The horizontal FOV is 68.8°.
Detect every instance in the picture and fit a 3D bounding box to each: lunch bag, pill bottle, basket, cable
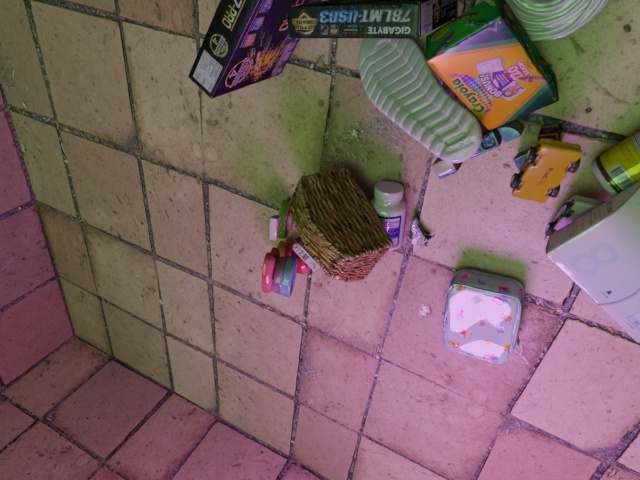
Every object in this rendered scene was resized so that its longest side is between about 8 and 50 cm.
[{"bbox_3d":[0.487,0.229,1.396,0.224,0.108,0.279,10,125,21],"label":"lunch bag"},{"bbox_3d":[0.196,-0.074,1.380,0.112,0.112,0.187,16,125,23],"label":"pill bottle"},{"bbox_3d":[0.707,-0.185,0.988,0.117,0.117,0.215,47,132,-3],"label":"pill bottle"},{"bbox_3d":[0.027,-0.024,1.363,0.299,0.213,0.223,61,149,20],"label":"basket"},{"bbox_3d":[0.458,-0.540,0.937,0.257,0.089,0.257,-4,117,35],"label":"cable"}]

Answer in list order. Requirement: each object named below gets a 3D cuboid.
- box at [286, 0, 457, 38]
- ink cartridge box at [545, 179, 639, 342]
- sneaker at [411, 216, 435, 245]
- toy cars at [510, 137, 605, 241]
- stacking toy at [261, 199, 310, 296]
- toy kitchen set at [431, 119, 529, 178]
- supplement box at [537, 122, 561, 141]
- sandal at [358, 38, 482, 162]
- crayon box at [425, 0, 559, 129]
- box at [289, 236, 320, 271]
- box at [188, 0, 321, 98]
[{"bbox_3d":[0.123,-0.501,1.032,0.295,0.293,0.073,11,122,25],"label":"box"},{"bbox_3d":[0.734,0.017,0.966,0.308,0.091,0.385,43,132,-3],"label":"ink cartridge box"},{"bbox_3d":[0.307,-0.024,1.395,0.069,0.038,0.098,11,133,24],"label":"sneaker"},{"bbox_3d":[0.559,-0.115,1.083,0.176,0.087,0.393,-9,143,44],"label":"toy cars"},{"bbox_3d":[-0.090,0.026,1.533,0.130,0.309,0.280,10,109,4],"label":"stacking toy"},{"bbox_3d":[0.420,-0.180,1.166,0.207,0.122,0.166,-23,105,40],"label":"toy kitchen set"},{"bbox_3d":[0.533,-0.233,1.087,0.043,0.083,0.055,1,119,32],"label":"supplement box"},{"bbox_3d":[0.239,-0.354,1.168,0.169,0.102,0.416,-40,75,27],"label":"sandal"},{"bbox_3d":[0.371,-0.369,1.004,0.278,0.081,0.165,28,147,-37],"label":"crayon box"},{"bbox_3d":[0.000,0.000,1.484,0.114,0.207,0.036,46,132,-2],"label":"box"},{"bbox_3d":[-0.128,-0.553,1.138,0.097,0.318,0.395,43,130,0],"label":"box"}]
